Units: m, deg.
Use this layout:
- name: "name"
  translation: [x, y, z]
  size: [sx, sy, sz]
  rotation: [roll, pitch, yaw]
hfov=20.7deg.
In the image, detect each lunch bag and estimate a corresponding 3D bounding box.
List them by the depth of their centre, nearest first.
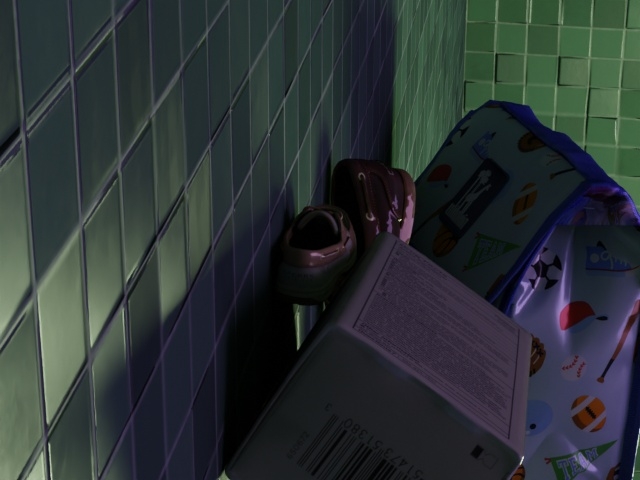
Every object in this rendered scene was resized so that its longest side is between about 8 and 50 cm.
- name: "lunch bag"
  translation: [0.219, 0.063, 1.966]
  size: [0.328, 0.239, 0.385]
  rotation: [-126, -139, -63]

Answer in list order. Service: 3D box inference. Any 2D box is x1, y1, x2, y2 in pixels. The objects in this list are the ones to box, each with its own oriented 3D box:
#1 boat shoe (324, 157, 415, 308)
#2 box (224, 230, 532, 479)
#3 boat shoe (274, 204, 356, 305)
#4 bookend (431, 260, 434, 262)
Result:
- name: "boat shoe"
  translation: [0.031, 0.035, 1.458]
  size: [0.073, 0.073, 0.207]
  rotation: [10, 78, -45]
- name: "box"
  translation: [0.051, 0.104, 1.175]
  size: [0.121, 0.148, 0.311]
  rotation: [-55, 178, 13]
- name: "boat shoe"
  translation: [0.000, 0.000, 1.230]
  size: [0.135, 0.050, 0.045]
  rotation: [-71, 168, -65]
- name: "bookend"
  translation: [0.081, 0.081, 1.818]
  size: [0.156, 0.072, 0.157]
  rotation: [-61, 153, -75]
